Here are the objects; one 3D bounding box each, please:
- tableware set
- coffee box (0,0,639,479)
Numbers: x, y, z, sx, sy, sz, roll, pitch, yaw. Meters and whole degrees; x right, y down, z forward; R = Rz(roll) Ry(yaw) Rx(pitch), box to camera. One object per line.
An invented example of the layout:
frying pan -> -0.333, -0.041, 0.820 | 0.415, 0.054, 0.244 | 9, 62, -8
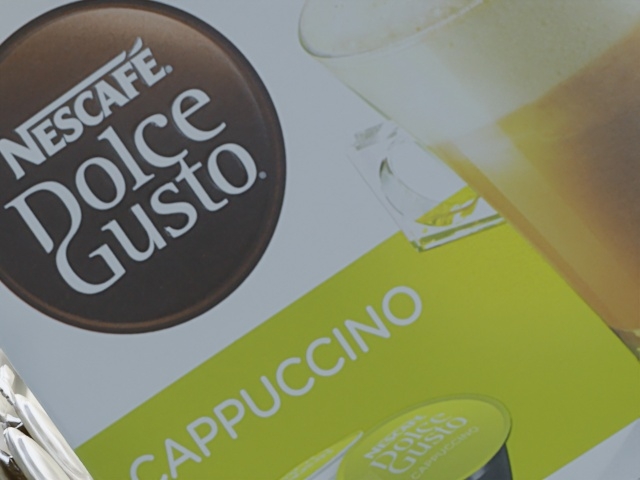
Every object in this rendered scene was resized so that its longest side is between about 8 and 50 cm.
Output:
tableware set -> -0.191, 0.157, 1.138 | 0.039, 0.128, 0.194 | -39, 9, -2
coffee box -> 0.040, -0.032, 0.828 | 0.337, 0.334, 0.338 | -34, 4, 8
